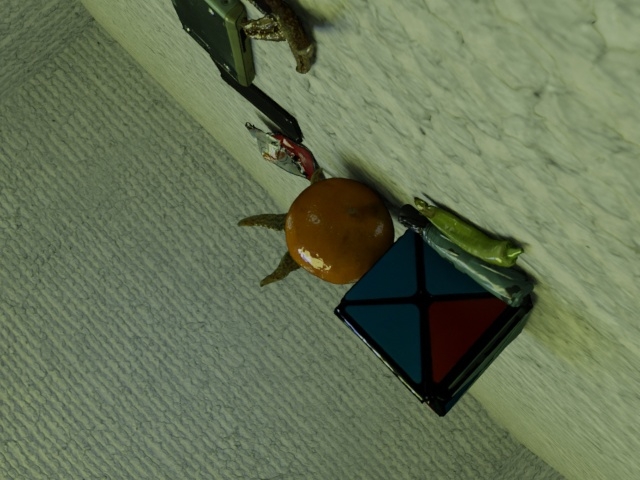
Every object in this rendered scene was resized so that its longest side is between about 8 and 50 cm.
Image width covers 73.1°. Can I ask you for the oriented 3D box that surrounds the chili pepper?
[{"bbox_3d":[0.216,-0.009,0.651,0.049,0.043,0.208,18,-167,-38],"label":"chili pepper"}]

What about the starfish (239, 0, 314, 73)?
[{"bbox_3d":[-0.051,-0.279,0.558,0.238,0.057,0.213,46,-175,37],"label":"starfish"}]

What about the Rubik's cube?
[{"bbox_3d":[0.211,0.151,0.814,0.248,0.246,0.250,43,175,30],"label":"Rubik's cube"}]

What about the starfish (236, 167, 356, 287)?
[{"bbox_3d":[0.000,0.000,1.033,0.347,0.358,0.078,41,149,-4],"label":"starfish"}]

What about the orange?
[{"bbox_3d":[0.040,-0.018,0.908,0.240,0.240,0.171,43,150,23],"label":"orange"}]

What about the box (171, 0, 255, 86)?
[{"bbox_3d":[-0.211,-0.413,0.801,0.211,0.045,0.270,44,175,-4],"label":"box"}]

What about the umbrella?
[{"bbox_3d":[0.226,0.014,0.698,0.250,0.053,0.052,43,174,32],"label":"umbrella"}]

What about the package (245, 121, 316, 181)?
[{"bbox_3d":[-0.100,-0.244,1.218,0.269,0.071,0.194,27,169,29],"label":"package"}]

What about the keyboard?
[{"bbox_3d":[-0.157,-0.346,1.050,0.310,0.018,0.101,43,173,21],"label":"keyboard"}]
